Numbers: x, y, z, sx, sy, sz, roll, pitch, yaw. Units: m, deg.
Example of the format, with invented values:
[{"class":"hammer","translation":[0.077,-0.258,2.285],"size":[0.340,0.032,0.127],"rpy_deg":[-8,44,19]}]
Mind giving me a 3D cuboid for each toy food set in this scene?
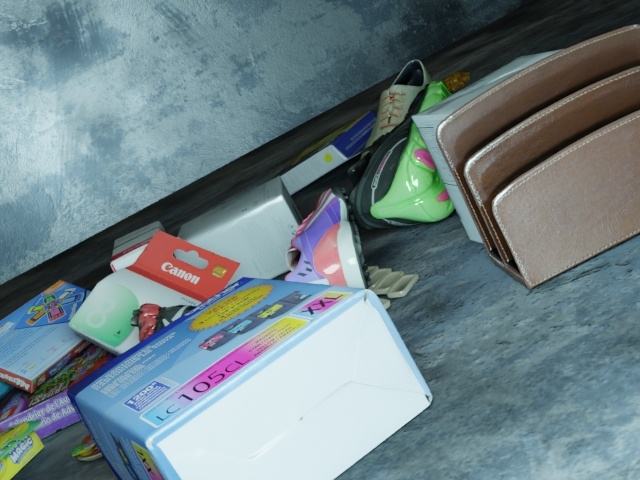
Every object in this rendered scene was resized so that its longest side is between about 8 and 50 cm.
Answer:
[{"class":"toy food set","translation":[-0.296,0.271,1.327],"size":[0.083,0.020,0.082],"rpy_deg":[-22,14,21]}]

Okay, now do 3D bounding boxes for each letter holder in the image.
[{"class":"letter holder","translation":[0.319,-0.115,1.175],"size":[0.302,0.214,0.152],"rpy_deg":[-27,13,-1]}]

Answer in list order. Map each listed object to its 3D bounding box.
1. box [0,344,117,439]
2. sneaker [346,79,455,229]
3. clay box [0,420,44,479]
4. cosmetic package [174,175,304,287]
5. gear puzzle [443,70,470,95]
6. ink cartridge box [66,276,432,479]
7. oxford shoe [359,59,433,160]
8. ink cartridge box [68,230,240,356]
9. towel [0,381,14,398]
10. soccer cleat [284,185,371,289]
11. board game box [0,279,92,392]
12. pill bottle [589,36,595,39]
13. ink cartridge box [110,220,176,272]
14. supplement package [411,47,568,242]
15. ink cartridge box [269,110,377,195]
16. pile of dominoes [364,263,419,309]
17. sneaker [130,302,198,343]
[{"class":"box","translation":[-0.415,0.235,1.622],"size":[0.201,0.057,0.293],"rpy_deg":[-27,13,4]},{"class":"sneaker","translation":[0.154,-0.153,1.735],"size":[0.202,0.185,0.483],"rpy_deg":[-20,13,23]},{"class":"clay box","translation":[-0.506,0.334,1.425],"size":[0.222,0.053,0.127],"rpy_deg":[-20,15,29]},{"class":"cosmetic package","translation":[-0.143,0.000,1.830],"size":[0.225,0.138,0.224],"rpy_deg":[-28,13,3]},{"class":"gear puzzle","translation":[0.257,-0.309,2.292],"size":[0.175,0.044,0.339],"rpy_deg":[-5,36,50]},{"class":"ink cartridge box","translation":[-0.108,0.169,1.080],"size":[0.270,0.151,0.395],"rpy_deg":[-33,12,-23]},{"class":"oxford shoe","translation":[0.152,-0.244,2.067],"size":[0.141,0.146,0.397],"rpy_deg":[-5,34,24]},{"class":"ink cartridge box","translation":[-0.260,0.086,1.543],"size":[0.181,0.056,0.224],"rpy_deg":[21,67,26]},{"class":"towel","translation":[-0.634,0.339,1.538],"size":[0.271,0.040,0.370],"rpy_deg":[-38,5,37]},{"class":"soccer cleat","translation":[0.000,0.000,1.463],"size":[0.117,0.108,0.318],"rpy_deg":[-15,21,2]},{"class":"board game box","translation":[-0.461,0.155,1.647],"size":[0.145,0.027,0.281],"rpy_deg":[20,28,14]},{"class":"pill bottle","translation":[0.346,-0.198,1.566],"size":[0.283,0.161,0.161],"rpy_deg":[-22,14,21]},{"class":"ink cartridge box","translation":[-0.295,0.072,1.764],"size":[0.100,0.171,0.237],"rpy_deg":[-27,13,-5]},{"class":"supplement package","translation":[0.271,-0.125,1.340],"size":[0.194,0.203,0.149],"rpy_deg":[-29,12,-11]},{"class":"ink cartridge box","translation":[0.040,-0.231,2.442],"size":[0.307,0.072,0.303],"rpy_deg":[-31,8,30]},{"class":"pile of dominoes","translation":[0.018,0.096,1.398],"size":[0.196,0.040,0.251],"rpy_deg":[-29,20,-28]},{"class":"sneaker","translation":[-0.194,0.167,1.343],"size":[0.135,0.097,0.276],"rpy_deg":[-7,26,-3]}]
